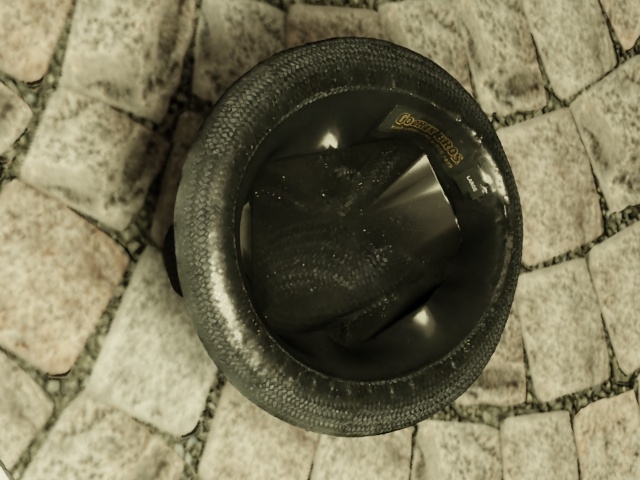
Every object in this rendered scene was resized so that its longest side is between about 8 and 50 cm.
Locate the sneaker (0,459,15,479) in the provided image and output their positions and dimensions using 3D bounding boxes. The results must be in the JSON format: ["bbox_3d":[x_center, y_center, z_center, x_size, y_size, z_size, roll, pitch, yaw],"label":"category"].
[{"bbox_3d":[-0.272,0.170,0.981,0.121,0.111,0.300,-32,105,-17],"label":"sneaker"}]

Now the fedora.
[{"bbox_3d":[0.000,0.000,1.155,0.334,0.152,0.334,4,84,-37],"label":"fedora"}]
